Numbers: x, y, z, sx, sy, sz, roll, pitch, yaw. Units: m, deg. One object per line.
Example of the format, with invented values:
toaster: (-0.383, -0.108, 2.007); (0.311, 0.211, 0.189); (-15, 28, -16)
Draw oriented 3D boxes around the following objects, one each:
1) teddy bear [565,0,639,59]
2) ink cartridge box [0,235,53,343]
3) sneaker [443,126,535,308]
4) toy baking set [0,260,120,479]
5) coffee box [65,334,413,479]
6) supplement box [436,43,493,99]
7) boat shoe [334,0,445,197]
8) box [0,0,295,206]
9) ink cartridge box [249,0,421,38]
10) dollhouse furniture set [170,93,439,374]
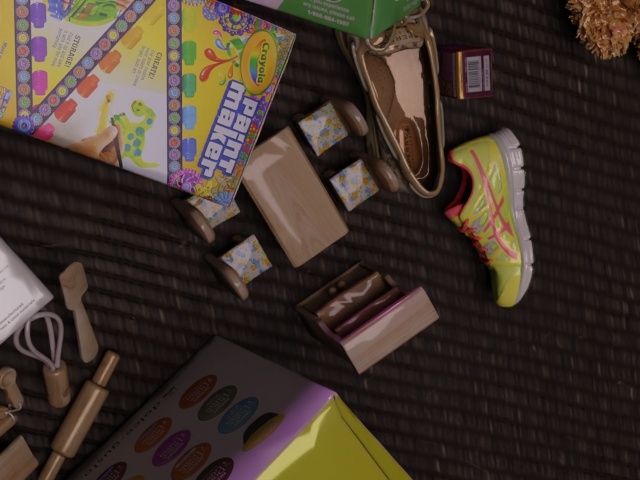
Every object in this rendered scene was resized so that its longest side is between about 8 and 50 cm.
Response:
teddy bear: (0.359, -0.319, 1.878); (0.245, 0.113, 0.338); (-41, 112, -11)
ink cartridge box: (-0.375, -0.004, 1.634); (0.087, 0.153, 0.208); (-42, 111, -9)
sneaker: (0.187, -0.022, 1.897); (0.094, 0.081, 0.208); (-10, 98, -12)
toy baking set: (-0.281, 0.154, 1.715); (0.256, 0.030, 0.197); (-59, 152, -6)
coffee box: (-0.064, 0.352, 1.716); (0.337, 0.334, 0.338); (-45, 113, -12)
supplement box: (0.155, -0.188, 1.839); (0.043, 0.083, 0.055); (-8, 104, -20)
boat shoe: (0.088, -0.187, 1.810); (0.105, 0.089, 0.285); (-20, 107, -16)
box: (-0.221, -0.176, 1.583); (0.279, 0.290, 0.177); (20, 92, -24)
ink cartridge box: (0.002, -0.371, 1.616); (0.121, 0.211, 0.289); (-38, 142, -49)
dollhouse furniture set: (0.000, 0.000, 1.775); (0.212, 0.161, 0.242); (-35, 111, -11)
